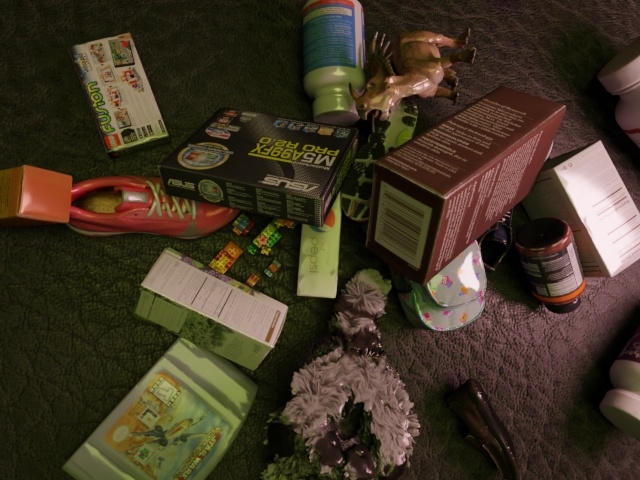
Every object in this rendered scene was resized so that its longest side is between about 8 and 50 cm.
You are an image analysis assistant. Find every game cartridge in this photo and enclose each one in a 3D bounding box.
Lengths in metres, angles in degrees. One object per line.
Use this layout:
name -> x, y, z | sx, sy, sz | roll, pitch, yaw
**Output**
game cartridge -> -0.258, 0.325, 0.779 | 0.198, 0.062, 0.297 | 41, 78, -1

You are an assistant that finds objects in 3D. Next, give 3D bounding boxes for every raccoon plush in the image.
raccoon plush -> 0.043, 0.309, 0.818 | 0.216, 0.299, 0.446 | 28, 46, 7

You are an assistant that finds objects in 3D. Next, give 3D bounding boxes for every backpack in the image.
backpack -> 0.228, 0.079, 0.863 | 0.166, 0.144, 0.188 | -15, 92, -18

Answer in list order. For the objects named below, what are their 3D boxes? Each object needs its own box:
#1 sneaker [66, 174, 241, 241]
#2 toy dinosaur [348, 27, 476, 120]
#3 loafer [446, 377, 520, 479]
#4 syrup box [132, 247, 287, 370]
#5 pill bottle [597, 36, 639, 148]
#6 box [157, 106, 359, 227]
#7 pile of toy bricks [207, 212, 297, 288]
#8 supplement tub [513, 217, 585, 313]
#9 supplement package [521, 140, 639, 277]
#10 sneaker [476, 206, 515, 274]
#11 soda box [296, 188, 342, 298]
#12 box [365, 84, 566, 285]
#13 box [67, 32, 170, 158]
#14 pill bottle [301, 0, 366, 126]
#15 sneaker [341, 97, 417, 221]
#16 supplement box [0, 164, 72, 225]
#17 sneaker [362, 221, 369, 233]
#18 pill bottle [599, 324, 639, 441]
sneaker -> -0.287, -0.056, 0.770 | 0.314, 0.136, 0.115 | -5, 86, -12
toy dinosaur -> 0.170, -0.339, 0.851 | 0.201, 0.127, 0.295 | 11, 42, 6
loafer -> 0.320, 0.377, 0.891 | 0.079, 0.080, 0.219 | -27, 91, 19
syrup box -> -0.187, 0.120, 0.778 | 0.237, 0.093, 0.096 | 27, 43, -8
pill bottle -> 0.812, -0.266, 0.975 | 0.407, 0.229, 0.229 | 46, 77, -4
box -> -0.091, -0.134, 0.755 | 0.270, 0.060, 0.216 | 13, 43, 13
pile of toy bricks -> -0.105, -0.005, 0.818 | 0.118, 0.105, 0.212 | 40, 78, -5
supplement tub -> 0.468, 0.057, 0.911 | 0.106, 0.106, 0.197 | -38, 119, -13
supplement package -> 0.543, -0.057, 0.942 | 0.134, 0.139, 0.243 | -29, 92, -14
sneaker -> 0.363, -0.030, 0.926 | 0.082, 0.090, 0.232 | 25, 80, -8
soda box -> 0.000, 0.000, 0.852 | 0.074, 0.069, 0.215 | 4, 82, 1
box -> 0.256, -0.113, 0.794 | 0.382, 0.191, 0.143 | -32, 52, -30
box -> -0.367, -0.266, 0.827 | 0.114, 0.036, 0.206 | -20, 88, -13
pill bottle -> 0.026, -0.341, 0.872 | 0.125, 0.124, 0.221 | 0, 83, -12
sneaker -> 0.126, -0.144, 0.873 | 0.108, 0.118, 0.278 | 20, 70, 16
supplement box -> -0.490, -0.061, 0.694 | 0.234, 0.078, 0.080 | -4, 83, 27
sneaker -> 0.163, -0.072, 0.900 | 0.188, 0.067, 0.078 | -40, 101, -9
pill bottle -> 0.718, 0.265, 0.929 | 0.169, 0.169, 0.301 | 44, 77, -4
